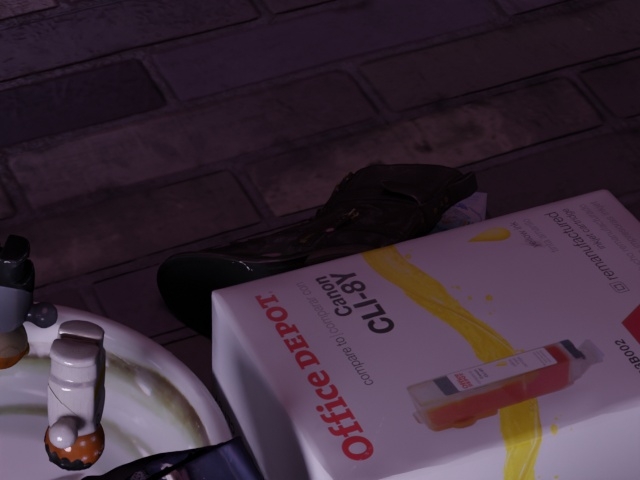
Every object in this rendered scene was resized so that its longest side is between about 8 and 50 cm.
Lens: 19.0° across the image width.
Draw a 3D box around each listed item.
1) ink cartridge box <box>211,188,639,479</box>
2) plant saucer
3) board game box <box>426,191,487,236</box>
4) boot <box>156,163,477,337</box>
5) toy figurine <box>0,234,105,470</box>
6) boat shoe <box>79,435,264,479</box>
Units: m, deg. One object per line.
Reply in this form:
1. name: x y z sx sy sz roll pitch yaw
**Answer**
1. ink cartridge box: 0.132 0.129 1.579 0.385 0.160 0.279 -15 38 -18
2. plant saucer: -0.265 0.222 1.549 0.401 0.100 0.400 2 44 -2
3. board game box: 0.117 -0.016 1.882 0.090 0.020 0.090 7 45 3
4. boot: 0.000 0.000 1.804 0.263 0.091 0.229 -2 27 23
5. toy figurine: -0.279 0.115 1.493 0.210 0.148 0.213 -23 48 -33
6. boat shoe: -0.059 0.303 1.380 0.158 0.127 0.340 -24 90 -28
